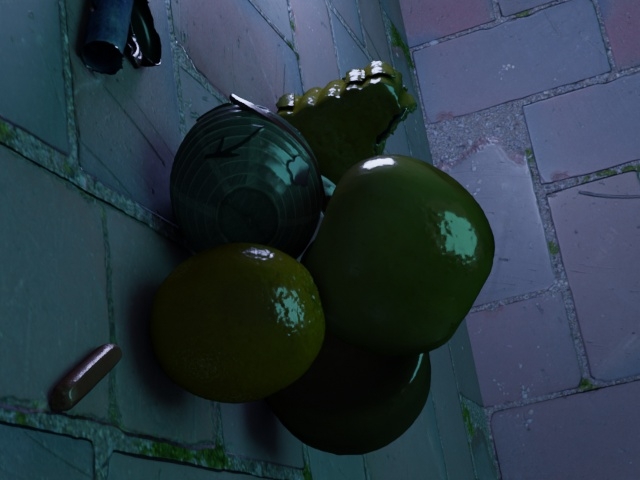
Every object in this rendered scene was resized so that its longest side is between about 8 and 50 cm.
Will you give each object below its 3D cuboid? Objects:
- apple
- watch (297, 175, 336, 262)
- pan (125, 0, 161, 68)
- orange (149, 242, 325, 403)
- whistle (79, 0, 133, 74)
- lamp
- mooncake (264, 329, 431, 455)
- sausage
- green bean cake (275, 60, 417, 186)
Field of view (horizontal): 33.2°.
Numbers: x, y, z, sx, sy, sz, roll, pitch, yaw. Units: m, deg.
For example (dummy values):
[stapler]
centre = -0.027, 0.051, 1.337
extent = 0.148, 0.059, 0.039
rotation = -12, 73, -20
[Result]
[apple]
centre = 0.110, 0.026, 1.547
extent = 0.292, 0.254, 0.292
rotation = -62, 174, -13
[watch]
centre = 0.000, 0.000, 2.037
extent = 0.231, 0.196, 0.244
rotation = 52, 18, -1
[pan]
centre = -0.271, -0.291, 1.578
extent = 0.212, 0.040, 0.114
rotation = -93, 163, -60
[orange]
centre = -0.112, 0.109, 1.427
extent = 0.236, 0.236, 0.236
rotation = -16, 90, -73
[whistle]
centre = -0.295, -0.361, 1.547
extent = 0.062, 0.062, 0.304
rotation = 57, 24, -45
[lamp]
centre = -0.111, -0.079, 1.599
extent = 0.265, 0.233, 0.233
rotation = 58, 23, -26
[mooncake]
centre = 0.039, 0.199, 1.721
extent = 0.155, 0.285, 0.284
rotation = 64, 18, -55
[sausage]
centre = -0.266, 0.153, 1.231
extent = 0.147, 0.030, 0.035
rotation = -56, 129, -68
[green bean cake]
centre = 0.074, -0.193, 2.191
extent = 0.202, 0.285, 0.309
rotation = -82, 153, -62
